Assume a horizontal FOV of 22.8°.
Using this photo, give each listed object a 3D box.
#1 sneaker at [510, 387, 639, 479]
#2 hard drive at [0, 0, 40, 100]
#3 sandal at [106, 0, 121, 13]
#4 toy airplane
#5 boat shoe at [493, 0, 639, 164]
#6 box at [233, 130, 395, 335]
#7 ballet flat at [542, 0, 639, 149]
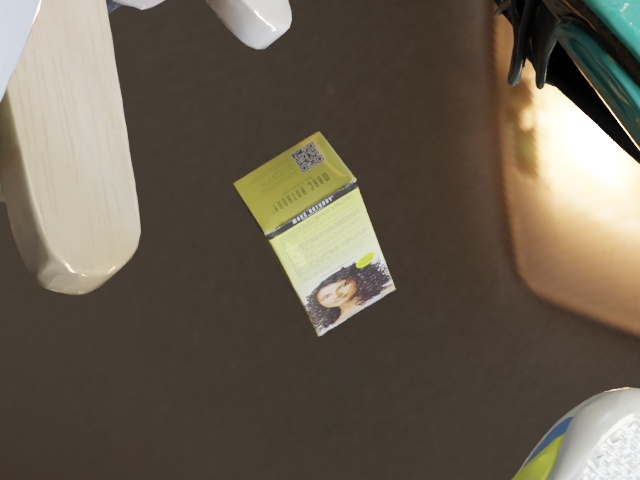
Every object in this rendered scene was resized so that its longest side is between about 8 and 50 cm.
[{"bbox_3d":[0.073,0.149,0.725,0.240,0.091,0.126,-64,-151,17],"label":"sneaker"},{"bbox_3d":[-0.247,-0.013,0.364,0.319,0.210,0.040,13,-23,14],"label":"hard drive"},{"bbox_3d":[-0.150,-0.271,1.412,0.097,0.255,0.054,42,28,-61],"label":"sandal"},{"bbox_3d":[-0.189,-0.201,0.842,0.272,0.386,0.384,-25,-68,17],"label":"toy airplane"},{"bbox_3d":[0.199,-0.178,1.056,0.500,0.156,0.186,51,-47,32],"label":"boat shoe"},{"bbox_3d":[0.000,0.000,1.335,0.058,0.087,0.232,57,-3,26],"label":"box"},{"bbox_3d":[0.089,-0.087,0.458,0.247,0.087,0.083,46,10,-9],"label":"ballet flat"}]
